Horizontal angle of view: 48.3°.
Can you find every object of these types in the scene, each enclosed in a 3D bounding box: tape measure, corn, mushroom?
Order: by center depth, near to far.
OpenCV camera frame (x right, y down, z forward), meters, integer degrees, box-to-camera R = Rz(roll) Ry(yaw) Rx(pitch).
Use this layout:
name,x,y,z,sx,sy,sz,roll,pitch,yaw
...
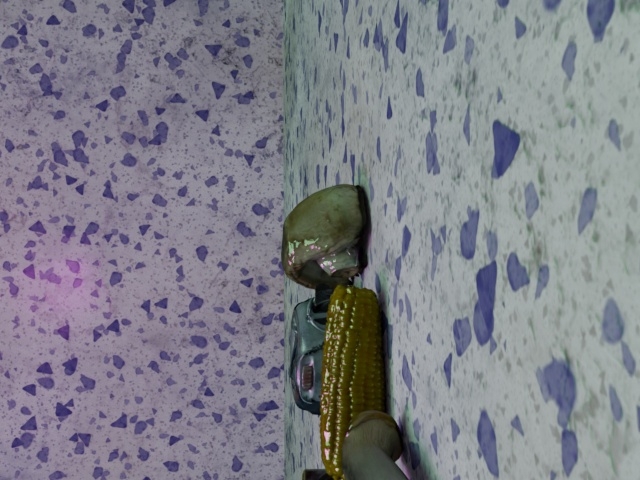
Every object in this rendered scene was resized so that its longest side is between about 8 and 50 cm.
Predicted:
name,x,y,z,sx,sy,sz,roll,pitch,yaw
mushroom,0.087,0.386,1.026,0.159,0.122,0.328,-60,17,19
corn,0.056,0.258,1.275,0.120,0.121,0.363,139,130,-80
mushroom,0.000,-0.008,1.497,0.267,0.164,0.189,112,155,-71
tape measure,0.003,0.241,1.559,0.256,0.147,0.274,130,140,-79

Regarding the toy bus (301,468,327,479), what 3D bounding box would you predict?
name,x,y,z,sx,sy,sz,roll,pitch,yaw
toy bus,0.003,0.719,1.751,0.139,0.113,0.301,110,161,-69

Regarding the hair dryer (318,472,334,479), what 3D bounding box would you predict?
name,x,y,z,sx,sy,sz,roll,pitch,yaw
hair dryer,0.061,0.607,1.405,0.135,0.090,0.278,79,174,-57
